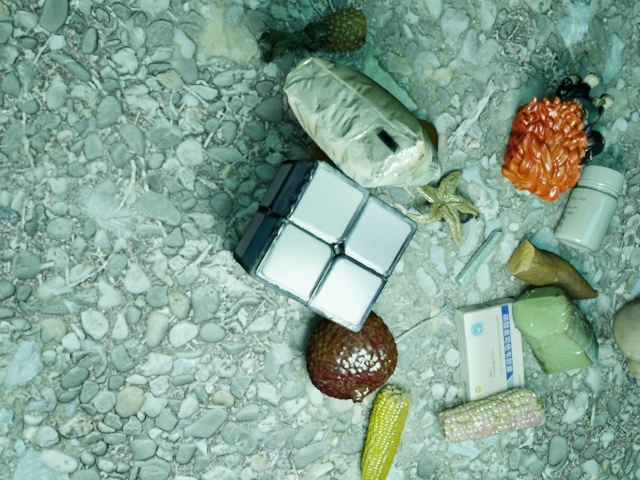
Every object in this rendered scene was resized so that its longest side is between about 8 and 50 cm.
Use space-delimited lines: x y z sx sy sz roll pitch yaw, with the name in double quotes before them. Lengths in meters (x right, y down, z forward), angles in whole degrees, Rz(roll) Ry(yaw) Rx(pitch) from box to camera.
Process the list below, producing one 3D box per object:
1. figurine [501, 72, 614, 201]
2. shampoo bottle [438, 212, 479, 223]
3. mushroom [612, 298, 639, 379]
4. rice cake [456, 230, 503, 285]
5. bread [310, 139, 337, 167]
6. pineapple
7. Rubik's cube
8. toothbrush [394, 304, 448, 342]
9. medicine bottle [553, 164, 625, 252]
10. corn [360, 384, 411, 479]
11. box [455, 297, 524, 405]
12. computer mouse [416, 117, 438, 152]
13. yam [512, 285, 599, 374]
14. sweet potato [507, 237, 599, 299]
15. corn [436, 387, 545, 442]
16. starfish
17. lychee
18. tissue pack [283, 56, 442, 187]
"figurine" 0.716 -0.312 1.625 0.412 0.241 0.306 -33 130 -28
"shampoo bottle" 0.414 -0.074 1.647 0.137 0.027 0.048 -1 89 -17
"mushroom" 1.110 0.348 1.804 0.298 0.297 0.289 -5 123 -16
"rice cake" 0.488 0.053 1.684 0.033 0.033 0.207 41 85 -16
"bread" 0.024 -0.248 1.487 0.110 0.024 0.109 3 102 13
"pineapple" -0.024 -0.527 1.412 0.278 0.130 0.118 -16 131 -16
"Rubik's cube" 0.000 0.000 1.380 0.314 0.318 0.316 29 89 -18
"toothbrush" 0.307 0.257 1.666 0.204 0.017 0.022 -31 116 -11
"medicine bottle" 0.843 -0.099 1.712 0.145 0.144 0.251 22 93 -18
"corn" 0.187 0.581 1.633 0.106 0.106 0.304 12 98 -18
"box" 0.537 0.366 1.724 0.200 0.065 0.343 -10 100 -16
"computer mouse" 0.195 -0.267 1.533 0.311 0.072 0.158 1 95 -16
"yam" 0.705 0.262 1.664 0.271 0.203 0.201 37 42 -41
"sweet potato" 0.737 0.110 1.719 0.337 0.131 0.131 24 90 -22
"corn" 0.513 0.533 1.647 0.336 0.127 0.126 -12 101 -12
"starfish" 0.362 -0.111 1.600 0.236 0.062 0.277 -39 92 -22
"lychee" 0.083 0.310 1.494 0.261 0.261 0.260 -2 98 -17
"tissue pack" 0.113 -0.270 1.308 0.390 0.376 0.195 44 109 10
